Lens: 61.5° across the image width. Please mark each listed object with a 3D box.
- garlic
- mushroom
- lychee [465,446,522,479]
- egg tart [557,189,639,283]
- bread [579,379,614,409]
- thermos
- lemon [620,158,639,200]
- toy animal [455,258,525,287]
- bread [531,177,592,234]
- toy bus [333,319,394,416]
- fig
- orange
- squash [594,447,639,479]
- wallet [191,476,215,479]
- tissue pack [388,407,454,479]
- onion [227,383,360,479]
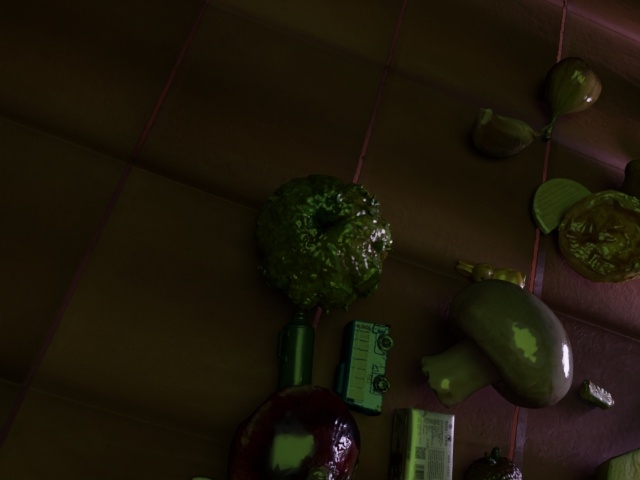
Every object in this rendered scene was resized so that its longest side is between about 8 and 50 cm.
[{"bbox_3d":[0.489,-0.278,1.401,0.198,0.128,0.090,11,53,-8],"label":"garlic"},{"bbox_3d":[0.357,0.240,1.117,0.290,0.297,0.297,-38,83,-1],"label":"mushroom"},{"bbox_3d":[0.360,0.499,1.107,0.114,0.114,0.146,-12,95,-18],"label":"lychee"},{"bbox_3d":[0.727,-0.009,1.357,0.241,0.106,0.240,1,93,21],"label":"egg tart"},{"bbox_3d":[0.649,0.366,1.269,0.088,0.033,0.049,28,52,-8],"label":"bread"},{"bbox_3d":[-0.054,0.238,1.113,0.083,0.073,0.187,8,68,-11],"label":"thermos"},{"bbox_3d":[0.918,-0.100,1.379,0.258,0.258,0.310,-36,76,-22],"label":"lemon"},{"bbox_3d":[0.401,0.090,1.286,0.159,0.070,0.083,24,69,0],"label":"toy animal"},{"bbox_3d":[0.619,-0.104,1.426,0.193,0.036,0.112,-36,78,-19],"label":"bread"},{"bbox_3d":[0.088,0.267,1.130,0.106,0.090,0.184,13,67,-10],"label":"toy bus"},{"bbox_3d":[0.687,-0.391,1.483,0.160,0.143,0.230,35,61,-34],"label":"fig"},{"bbox_3d":[0.000,0.000,1.131,0.300,0.223,0.301,20,68,-1],"label":"orange"},{"bbox_3d":[0.703,0.546,1.157,0.237,0.204,0.155,-3,49,-16],"label":"squash"},{"bbox_3d":[-0.178,0.527,1.002,0.183,0.032,0.124,25,66,-7],"label":"wallet"},{"bbox_3d":[0.206,0.425,1.098,0.106,0.099,0.148,13,68,-12],"label":"tissue pack"},{"bbox_3d":[-0.023,0.404,0.974,0.272,0.195,0.271,-1,93,-32],"label":"onion"}]
